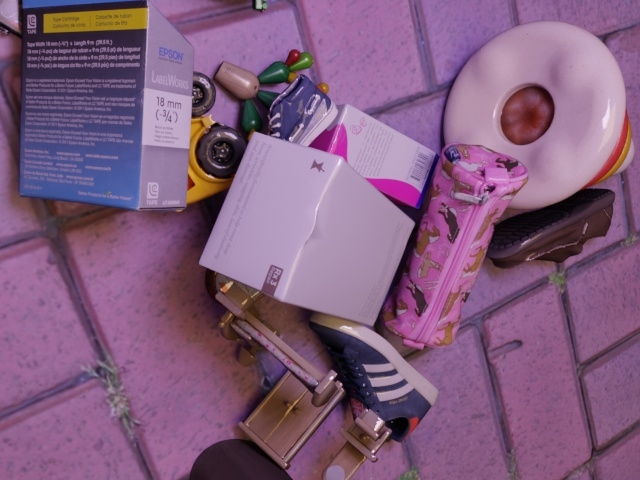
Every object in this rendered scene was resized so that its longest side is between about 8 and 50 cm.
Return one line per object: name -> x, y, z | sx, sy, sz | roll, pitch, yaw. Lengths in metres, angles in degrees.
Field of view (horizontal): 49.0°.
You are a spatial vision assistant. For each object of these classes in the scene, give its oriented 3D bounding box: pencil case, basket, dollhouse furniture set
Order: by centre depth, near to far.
dollhouse furniture set -> -0.053, 0.264, 1.113 | 0.303, 0.355, 0.173 | 37, 79, 17
basket -> -0.098, 0.459, 1.195 | 0.204, 0.227, 0.154 | 40, 78, -27
pencil case -> 0.236, 0.016, 1.281 | 0.167, 0.160, 0.385 | -11, 129, -42

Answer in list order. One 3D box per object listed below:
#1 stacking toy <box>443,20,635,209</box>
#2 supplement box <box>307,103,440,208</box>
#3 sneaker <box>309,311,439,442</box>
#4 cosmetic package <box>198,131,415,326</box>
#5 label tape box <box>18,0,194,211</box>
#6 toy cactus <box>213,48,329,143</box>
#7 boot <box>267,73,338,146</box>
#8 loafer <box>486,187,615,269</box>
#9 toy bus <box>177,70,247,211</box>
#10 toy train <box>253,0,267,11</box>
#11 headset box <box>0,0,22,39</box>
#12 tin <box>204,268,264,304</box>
stacking toy -> 0.509, -0.217, 1.441 | 0.480, 0.351, 0.350 | 6, 94, -49
supplement box -> 0.087, -0.151, 1.274 | 0.220, 0.114, 0.111 | 24, 86, -31
sneaker -> 0.085, 0.266, 1.317 | 0.350, 0.131, 0.148 | 42, 74, -29
cosmetic package -> 0.000, 0.000, 1.116 | 0.217, 0.156, 0.385 | -67, 153, -4
label tape box -> -0.297, -0.216, 0.969 | 0.106, 0.241, 0.333 | -8, 104, -60
toy cactus -> -0.093, -0.238, 1.180 | 0.181, 0.112, 0.218 | 28, 92, -19
boot -> -0.064, -0.173, 1.123 | 0.190, 0.069, 0.086 | -50, 123, 0
loafer -> 0.512, -0.005, 1.516 | 0.366, 0.134, 0.130 | -21, 107, -25
toy bus -> -0.239, -0.153, 1.092 | 0.212, 0.149, 0.220 | -29, 108, -6
toy train -> -0.102, -0.430, 1.185 | 0.024, 0.017, 0.083 | -3, 99, -18
headset box -> -0.437, -0.335, 1.005 | 0.062, 0.032, 0.083 | 32, 80, -29
tin -> -0.114, 0.044, 1.237 | 0.190, 0.040, 0.106 | -36, 108, -20
